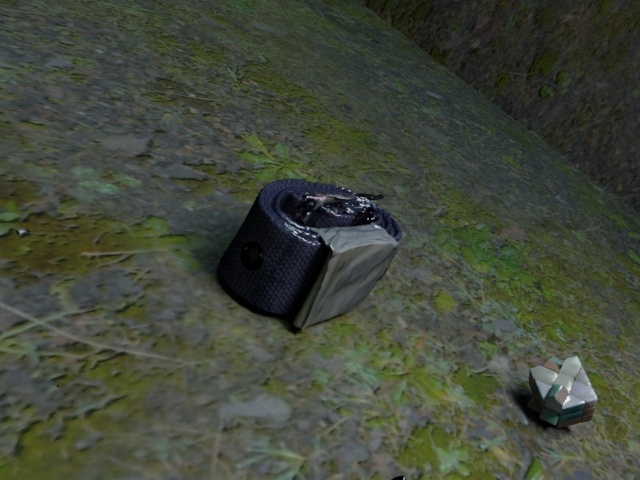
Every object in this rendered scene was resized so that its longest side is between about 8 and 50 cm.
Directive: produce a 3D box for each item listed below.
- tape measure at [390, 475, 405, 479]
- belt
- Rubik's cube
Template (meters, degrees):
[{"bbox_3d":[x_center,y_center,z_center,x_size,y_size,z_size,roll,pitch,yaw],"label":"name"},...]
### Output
[{"bbox_3d":[0.124,0.267,0.561,0.199,0.112,0.186,20,29,-26],"label":"tape measure"},{"bbox_3d":[0.000,0.000,0.895,0.139,0.126,0.230,42,23,22],"label":"belt"},{"bbox_3d":[0.282,0.182,0.981,0.073,0.075,0.084,-17,36,-1],"label":"Rubik's cube"}]
